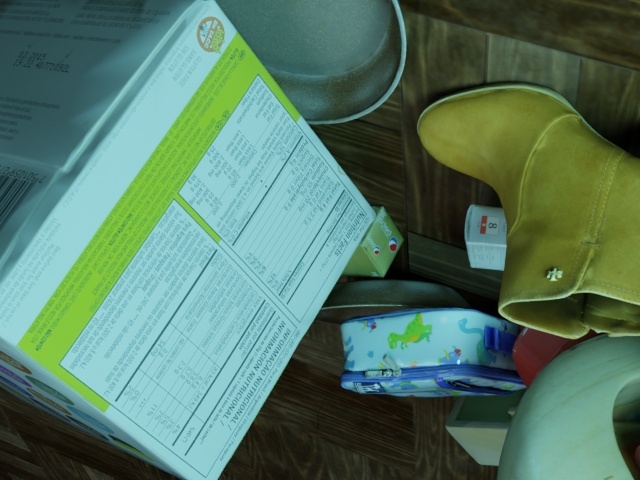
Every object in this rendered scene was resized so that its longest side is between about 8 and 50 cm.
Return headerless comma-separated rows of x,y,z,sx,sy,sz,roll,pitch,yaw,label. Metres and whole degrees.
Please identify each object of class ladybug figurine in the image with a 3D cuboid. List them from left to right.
0.329,0.236,1.076,0.162,0.449,0.305,-53,53,39,ladybug figurine

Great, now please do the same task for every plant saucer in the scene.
-0.058,-0.229,1.034,0.310,0.050,0.311,22,149,14,plant saucer
0.081,0.072,1.320,0.198,0.036,0.198,1,168,0,plant saucer

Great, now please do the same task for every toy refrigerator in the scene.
0.285,0.203,1.348,0.269,0.102,0.094,-6,135,46,toy refrigerator

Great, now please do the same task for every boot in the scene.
0.180,-0.025,0.979,0.295,0.211,0.104,9,144,32,boot

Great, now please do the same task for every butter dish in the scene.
0.260,0.113,1.216,0.118,0.160,0.160,39,168,41,butter dish

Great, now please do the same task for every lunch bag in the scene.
0.136,0.127,1.276,0.176,0.090,0.219,-8,167,30,lunch bag

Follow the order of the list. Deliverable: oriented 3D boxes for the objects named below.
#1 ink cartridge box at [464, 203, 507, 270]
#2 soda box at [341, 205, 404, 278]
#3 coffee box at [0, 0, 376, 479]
0.232,0.004,1.113,0.179,0.045,0.145,3,170,10,ink cartridge box
0.000,0.000,1.320,0.181,0.061,0.058,1,139,39,soda box
-0.216,-0.012,1.137,0.337,0.338,0.334,14,155,42,coffee box
